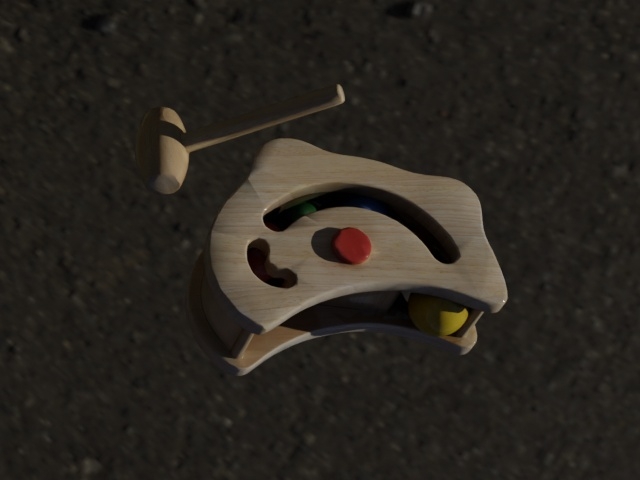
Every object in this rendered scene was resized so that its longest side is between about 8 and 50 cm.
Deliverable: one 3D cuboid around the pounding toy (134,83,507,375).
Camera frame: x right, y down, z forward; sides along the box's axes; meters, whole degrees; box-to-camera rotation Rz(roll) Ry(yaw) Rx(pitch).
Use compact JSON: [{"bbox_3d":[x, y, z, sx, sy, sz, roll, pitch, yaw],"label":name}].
[{"bbox_3d":[0.000,0.000,1.201,0.270,0.155,0.154,13,57,-10],"label":"pounding toy"}]
